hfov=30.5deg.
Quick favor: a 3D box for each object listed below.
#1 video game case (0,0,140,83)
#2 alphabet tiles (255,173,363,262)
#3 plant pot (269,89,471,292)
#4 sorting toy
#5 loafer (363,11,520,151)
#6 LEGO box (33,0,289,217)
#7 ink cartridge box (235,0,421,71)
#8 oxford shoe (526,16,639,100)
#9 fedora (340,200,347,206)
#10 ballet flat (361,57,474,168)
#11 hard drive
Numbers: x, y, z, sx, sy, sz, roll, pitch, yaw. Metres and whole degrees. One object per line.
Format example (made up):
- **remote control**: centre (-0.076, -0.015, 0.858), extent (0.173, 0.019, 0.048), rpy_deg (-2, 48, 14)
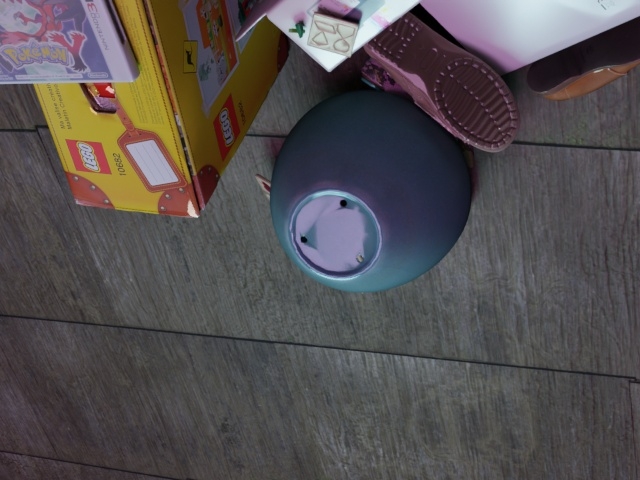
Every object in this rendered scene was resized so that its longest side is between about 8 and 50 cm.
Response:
- **video game case**: centre (-0.322, -0.257, 1.329), extent (0.201, 0.023, 0.183), rpy_deg (3, 133, 23)
- **alphabet tiles**: centre (0.000, 0.000, 1.906), extent (0.198, 0.009, 0.237), rpy_deg (31, 162, 31)
- **plant pot**: centre (0.048, -0.043, 1.631), extent (0.290, 0.195, 0.290), rpy_deg (7, 114, 16)
- **sorting toy**: centre (0.003, -0.257, 1.438), extent (0.083, 0.012, 0.062), rpy_deg (16, 146, 0)
- **loafer**: centre (0.164, -0.227, 1.616), extent (0.268, 0.092, 0.102), rpy_deg (42, 94, -6)
- **LEGO box**: centre (-0.218, -0.341, 1.491), extent (0.193, 0.372, 0.500), rpy_deg (6, 134, 18)
- **ink cartridge box**: centre (0.062, -0.355, 1.476), extent (0.119, 0.207, 0.353), rpy_deg (39, 137, -20)
- **oxford shoe**: centre (0.385, -0.244, 1.564), extent (0.212, 0.076, 0.076), rpy_deg (-20, 152, 34)
- **fedora**: centre (0.096, -0.076, 1.798), extent (0.244, 0.124, 0.275), rpy_deg (-25, 119, 38)
- **ballet flat**: centre (0.159, -0.196, 1.693), extent (0.221, 0.077, 0.079), rpy_deg (40, 101, -11)
- **hard drive**: centre (0.276, -0.328, 1.481), extent (0.203, 0.040, 0.307), rpy_deg (40, 146, -25)
